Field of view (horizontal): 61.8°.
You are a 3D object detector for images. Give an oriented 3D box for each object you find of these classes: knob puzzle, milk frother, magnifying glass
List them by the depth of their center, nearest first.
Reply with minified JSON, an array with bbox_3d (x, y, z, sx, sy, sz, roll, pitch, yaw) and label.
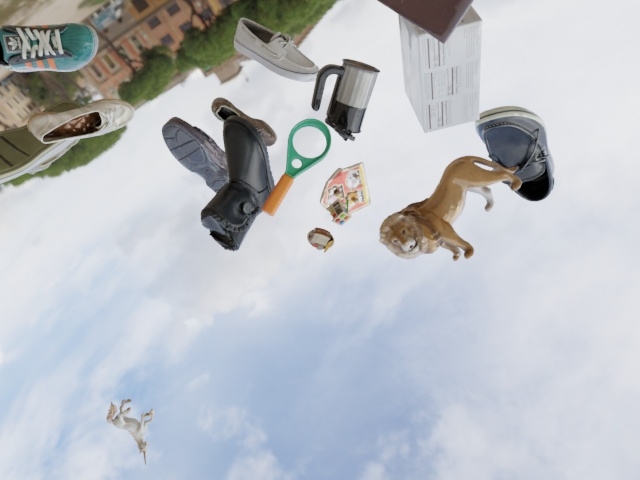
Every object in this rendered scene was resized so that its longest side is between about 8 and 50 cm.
[{"bbox_3d":[0.061,-0.284,1.086,0.129,0.135,0.143,-3,-146,-33],"label":"milk frother"},{"bbox_3d":[-0.055,-0.155,1.128,0.231,0.092,0.026,-60,-178,-9],"label":"magnifying glass"},{"bbox_3d":[0.087,-0.165,1.889,0.213,0.213,0.030,-40,-144,-7],"label":"knob puzzle"}]

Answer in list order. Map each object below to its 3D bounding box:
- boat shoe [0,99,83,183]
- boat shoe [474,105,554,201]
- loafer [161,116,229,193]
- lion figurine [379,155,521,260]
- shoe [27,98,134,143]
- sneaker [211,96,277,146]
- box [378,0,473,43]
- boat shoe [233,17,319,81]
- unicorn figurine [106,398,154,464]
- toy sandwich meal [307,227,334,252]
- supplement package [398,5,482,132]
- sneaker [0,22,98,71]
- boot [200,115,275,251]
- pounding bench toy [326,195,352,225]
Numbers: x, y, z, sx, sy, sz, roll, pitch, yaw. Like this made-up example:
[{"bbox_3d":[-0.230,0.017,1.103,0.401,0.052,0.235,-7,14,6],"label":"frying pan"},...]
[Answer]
[{"bbox_3d":[-0.657,-0.198,1.204,0.302,0.113,0.103,-41,173,-32],"label":"boat shoe"},{"bbox_3d":[0.635,-0.266,1.700,0.186,0.500,0.156,-10,-115,33],"label":"boat shoe"},{"bbox_3d":[-0.323,-0.239,1.507,0.109,0.302,0.095,-16,-136,29],"label":"loafer"},{"bbox_3d":[0.338,-0.098,1.415,0.392,0.240,0.142,-56,-173,-7],"label":"lion figurine"},{"bbox_3d":[-0.492,-0.246,1.127,0.218,0.077,0.058,-23,-132,-34],"label":"shoe"},{"bbox_3d":[-0.193,-0.284,1.341,0.066,0.188,0.071,-52,-157,22],"label":"sneaker"},{"bbox_3d":[0.077,-0.475,0.810,0.143,0.381,0.191,-58,180,36],"label":"box"},{"bbox_3d":[-0.115,-0.522,1.455,0.267,0.088,0.096,33,-133,14],"label":"boat shoe"},{"bbox_3d":[-0.487,0.487,1.403,0.111,0.161,0.060,-60,175,13],"label":"unicorn figurine"},{"bbox_3d":[0.000,0.000,1.458,0.085,0.086,0.029,-16,-143,29],"label":"toy sandwich meal"},{"bbox_3d":[0.286,-0.436,1.291,0.145,0.262,0.204,-13,-133,2],"label":"supplement package"},{"bbox_3d":[-0.677,-0.455,1.266,0.301,0.108,0.121,-3,-170,18],"label":"sneaker"},{"bbox_3d":[-0.193,-0.123,1.191,0.094,0.247,0.207,5,-139,28],"label":"boot"},{"bbox_3d":[0.074,-0.098,1.762,0.083,0.052,0.065,-41,-128,23],"label":"pounding bench toy"}]
